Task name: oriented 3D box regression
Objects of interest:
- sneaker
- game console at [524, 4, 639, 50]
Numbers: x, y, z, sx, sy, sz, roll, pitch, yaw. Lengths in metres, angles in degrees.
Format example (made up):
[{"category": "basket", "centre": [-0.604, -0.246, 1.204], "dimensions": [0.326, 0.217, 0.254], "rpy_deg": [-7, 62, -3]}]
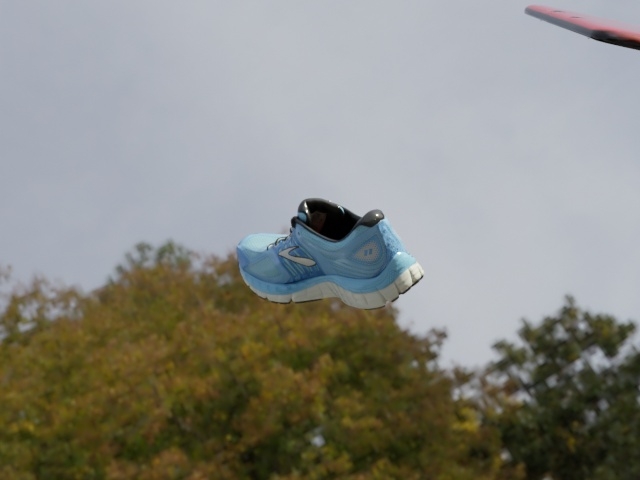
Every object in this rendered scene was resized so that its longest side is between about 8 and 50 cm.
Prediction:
[{"category": "sneaker", "centre": [0.000, 0.000, 0.909], "dimensions": [0.063, 0.162, 0.073], "rpy_deg": [-38, -65, -38]}, {"category": "game console", "centre": [0.158, -0.052, 0.574], "dimensions": [0.085, 0.144, 0.124], "rpy_deg": [-19, -75, 2]}]
